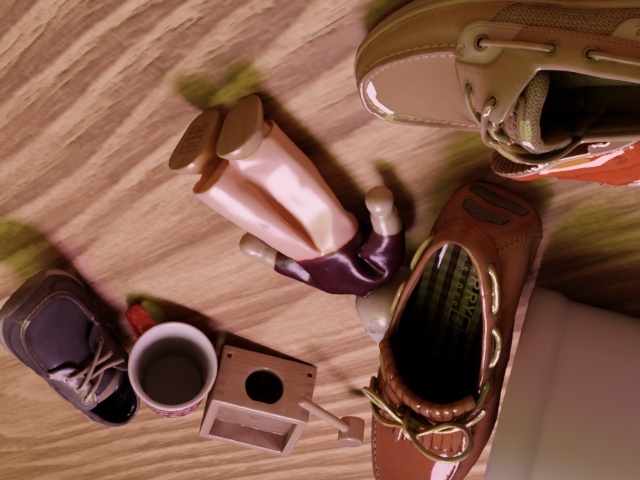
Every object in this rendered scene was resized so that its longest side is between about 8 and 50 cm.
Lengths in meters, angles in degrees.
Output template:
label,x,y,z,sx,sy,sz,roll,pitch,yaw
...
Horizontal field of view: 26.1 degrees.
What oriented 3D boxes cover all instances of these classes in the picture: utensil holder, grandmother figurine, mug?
label,x,y,z,sx,sy,sz,roll,pitch,yaw
utensil holder,0.356,0.247,1.353,0.385,0.328,0.328,13,152,9
grandmother figurine,0.000,0.000,1.391,0.207,0.104,0.342,-4,142,49
mug,-0.196,0.162,1.829,0.113,0.150,0.169,-5,166,-7

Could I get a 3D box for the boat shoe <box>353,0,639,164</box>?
label,x,y,z,sx,sy,sz,roll,pitch,yaw
boat shoe,0.158,-0.122,1.042,0.341,0.110,0.121,-4,144,40

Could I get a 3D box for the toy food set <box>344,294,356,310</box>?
label,x,y,z,sx,sy,sz,roll,pitch,yaw
toy food set,0.067,0.069,1.550,0.082,0.020,0.083,37,148,-28

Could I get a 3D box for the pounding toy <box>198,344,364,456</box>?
label,x,y,z,sx,sy,sz,roll,pitch,yaw
pounding toy,-0.039,0.206,1.807,0.206,0.094,0.181,14,148,-6

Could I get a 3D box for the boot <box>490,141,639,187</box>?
label,x,y,z,sx,sy,sz,roll,pitch,yaw
boot,0.220,-0.068,1.158,0.158,0.059,0.084,-9,145,43

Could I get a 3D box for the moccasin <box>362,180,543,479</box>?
label,x,y,z,sx,sy,sz,roll,pitch,yaw
moccasin,0.115,0.127,1.335,0.139,0.147,0.380,32,131,16

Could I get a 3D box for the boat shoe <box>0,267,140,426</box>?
label,x,y,z,sx,sy,sz,roll,pitch,yaw
boat shoe,-0.310,0.149,1.819,0.130,0.132,0.355,35,168,21
